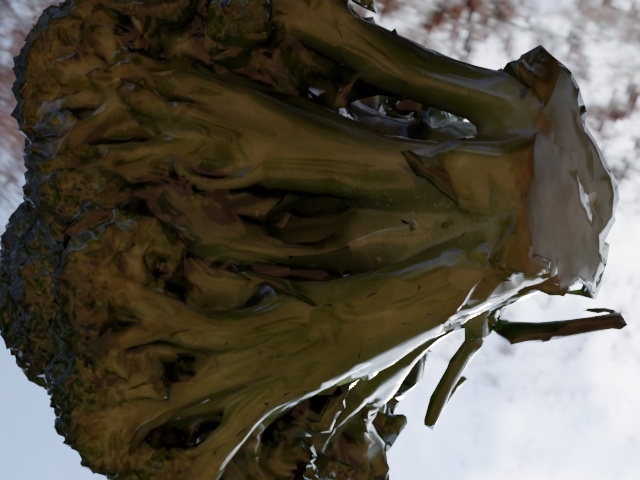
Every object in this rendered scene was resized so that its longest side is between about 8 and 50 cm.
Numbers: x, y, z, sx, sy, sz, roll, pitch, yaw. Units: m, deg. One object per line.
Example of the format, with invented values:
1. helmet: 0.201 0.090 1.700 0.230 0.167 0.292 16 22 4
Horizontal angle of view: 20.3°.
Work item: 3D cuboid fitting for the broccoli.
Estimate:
1. broccoli: 0.000 0.000 0.858 0.304 0.283 0.321 29 -117 -49
